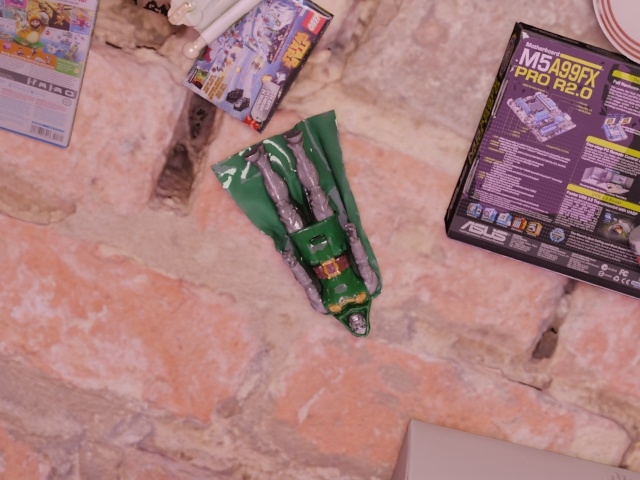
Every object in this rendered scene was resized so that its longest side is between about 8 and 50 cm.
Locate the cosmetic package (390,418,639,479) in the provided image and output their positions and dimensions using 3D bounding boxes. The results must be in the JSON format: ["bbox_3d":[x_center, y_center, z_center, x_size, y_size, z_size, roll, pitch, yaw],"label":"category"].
[{"bbox_3d":[0.246,0.344,1.103,0.365,0.155,0.197,11,112,0],"label":"cosmetic package"}]

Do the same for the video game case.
[{"bbox_3d":[-0.295,-0.188,1.043,0.119,0.015,0.166,17,110,0],"label":"video game case"}]

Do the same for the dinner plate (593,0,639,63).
[{"bbox_3d":[0.314,-0.228,0.950,0.141,0.017,0.141,0,92,-8],"label":"dinner plate"}]

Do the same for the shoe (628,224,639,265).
[{"bbox_3d":[0.383,-0.001,0.956,0.178,0.063,0.081,-23,107,18],"label":"shoe"}]

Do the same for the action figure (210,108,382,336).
[{"bbox_3d":[0.000,0.000,1.059,0.137,0.063,0.232,-23,109,10],"label":"action figure"}]

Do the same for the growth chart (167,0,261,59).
[{"bbox_3d":[-0.111,-0.298,0.882,0.172,0.021,0.237,-31,101,13],"label":"growth chart"}]

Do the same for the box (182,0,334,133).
[{"bbox_3d":[-0.062,-0.186,1.014,0.094,0.027,0.137,33,109,-5],"label":"box"}]

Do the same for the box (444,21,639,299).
[{"bbox_3d":[0.281,-0.066,1.005,0.270,0.060,0.216,17,109,-1],"label":"box"}]
